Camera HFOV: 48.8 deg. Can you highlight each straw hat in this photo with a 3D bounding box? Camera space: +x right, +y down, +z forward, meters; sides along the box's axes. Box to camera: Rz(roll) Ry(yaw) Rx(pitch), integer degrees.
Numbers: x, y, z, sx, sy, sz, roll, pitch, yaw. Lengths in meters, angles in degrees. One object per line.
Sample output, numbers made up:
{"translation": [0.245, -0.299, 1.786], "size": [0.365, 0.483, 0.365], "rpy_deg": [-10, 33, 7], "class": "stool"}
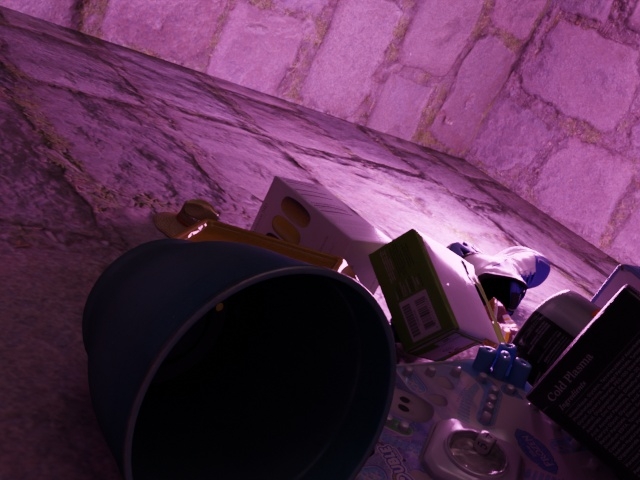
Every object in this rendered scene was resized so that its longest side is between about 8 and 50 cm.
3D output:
{"translation": [-0.217, -0.041, 1.258], "size": [0.145, 0.061, 0.144], "rpy_deg": [24, 19, -9], "class": "straw hat"}

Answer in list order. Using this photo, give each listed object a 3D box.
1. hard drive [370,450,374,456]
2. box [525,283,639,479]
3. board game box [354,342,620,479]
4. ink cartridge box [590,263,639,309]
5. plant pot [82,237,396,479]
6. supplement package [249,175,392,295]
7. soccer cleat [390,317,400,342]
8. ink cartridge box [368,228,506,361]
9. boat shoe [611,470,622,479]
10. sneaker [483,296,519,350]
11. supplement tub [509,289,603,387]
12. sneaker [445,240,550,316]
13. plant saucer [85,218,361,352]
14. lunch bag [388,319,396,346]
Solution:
{"translation": [-0.016, 0.217, 0.808], "size": [0.094, 0.022, 0.135], "rpy_deg": [-24, 38, -23], "class": "hard drive"}
{"translation": [0.462, 0.219, 0.901], "size": [0.312, 0.179, 0.343], "rpy_deg": [41, 13, 20], "class": "box"}
{"translation": [0.195, 0.264, 0.879], "size": [0.390, 0.050, 0.390], "rpy_deg": [1, 29, -27], "class": "board game box"}
{"translation": [0.690, 0.204, 1.484], "size": [0.396, 0.270, 0.151], "rpy_deg": [9, 30, -42], "class": "ink cartridge box"}
{"translation": [-0.109, 0.118, 0.707], "size": [0.272, 0.271, 0.255], "rpy_deg": [11, 9, -38], "class": "plant pot"}
{"translation": [0.000, 0.000, 1.318], "size": [0.134, 0.139, 0.244], "rpy_deg": [8, 25, -45], "class": "supplement package"}
{"translation": [0.170, 0.159, 1.249], "size": [0.072, 0.060, 0.179], "rpy_deg": [45, 23, 24], "class": "soccer cleat"}
{"translation": [0.212, 0.110, 1.219], "size": [0.255, 0.097, 0.188], "rpy_deg": [26, 39, -52], "class": "ink cartridge box"}
{"translation": [0.381, 0.339, 1.004], "size": [0.089, 0.109, 0.258], "rpy_deg": [26, 32, 28], "class": "boat shoe"}
{"translation": [0.373, 0.187, 1.444], "size": [0.084, 0.069, 0.185], "rpy_deg": [33, 24, -7], "class": "sneaker"}
{"translation": [0.499, 0.253, 1.199], "size": [0.338, 0.207, 0.207], "rpy_deg": [39, 22, 32], "class": "supplement tub"}
{"translation": [0.437, 0.106, 1.672], "size": [0.316, 0.127, 0.182], "rpy_deg": [5, 31, -32], "class": "sneaker"}
{"translation": [-0.104, 0.058, 1.007], "size": [0.333, 0.080, 0.333], "rpy_deg": [16, 17, 7], "class": "plant saucer"}
{"translation": [0.076, 0.151, 1.127], "size": [0.098, 0.067, 0.065], "rpy_deg": [28, 19, -4], "class": "lunch bag"}
